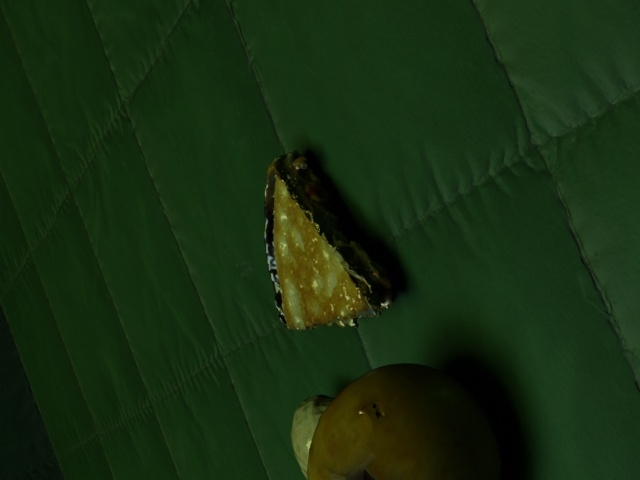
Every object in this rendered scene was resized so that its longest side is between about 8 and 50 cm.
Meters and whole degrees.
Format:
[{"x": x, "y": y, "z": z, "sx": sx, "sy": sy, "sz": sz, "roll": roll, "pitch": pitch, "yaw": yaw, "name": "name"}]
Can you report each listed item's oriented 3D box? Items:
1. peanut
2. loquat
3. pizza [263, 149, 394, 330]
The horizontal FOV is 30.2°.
[{"x": 0.021, "y": 0.293, "z": 1.671, "sx": 0.159, "sy": 0.109, "sz": 0.140, "roll": 28, "pitch": 144, "yaw": 58, "name": "peanut"}, {"x": 0.098, "y": 0.262, "z": 1.389, "sx": 0.235, "sy": 0.235, "sz": 0.235, "roll": 38, "pitch": 138, "yaw": 47, "name": "loquat"}, {"x": 0.000, "y": 0.000, "z": 1.577, "sx": 0.288, "sy": 0.074, "sz": 0.251, "roll": -10, "pitch": 98, "yaw": 61, "name": "pizza"}]
